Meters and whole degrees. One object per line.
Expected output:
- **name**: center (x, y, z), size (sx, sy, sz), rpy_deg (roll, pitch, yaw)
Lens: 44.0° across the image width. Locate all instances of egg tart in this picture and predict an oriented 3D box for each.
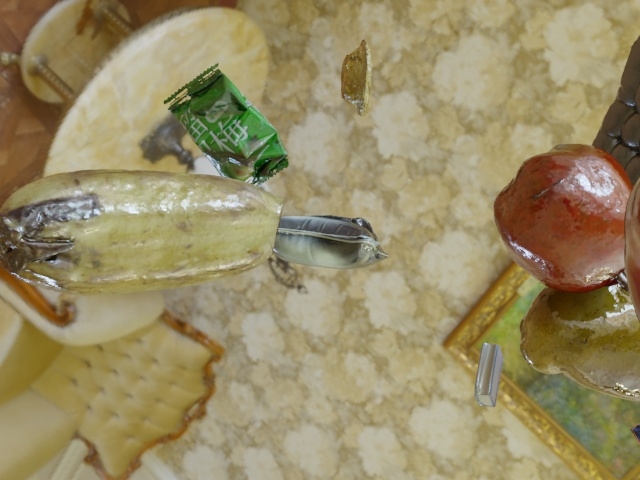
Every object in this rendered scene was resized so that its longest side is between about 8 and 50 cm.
- **egg tart**: center (0.061, -0.274, 1.334), size (0.129, 0.049, 0.128), rpy_deg (-178, -90, -88)

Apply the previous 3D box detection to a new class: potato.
- **potato**: center (0.459, 0.121, 1.094), size (0.176, 0.369, 0.195), rpy_deg (-91, -178, -67)

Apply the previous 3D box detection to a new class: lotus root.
- **lotus root**: center (-0.157, -0.007, 0.705), size (0.258, 0.110, 0.097), rpy_deg (-1, -170, -18)

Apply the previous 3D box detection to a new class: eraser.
- **eraser**: center (0.261, 0.209, 1.227), size (0.063, 0.027, 0.084), rpy_deg (57, 43, -56)

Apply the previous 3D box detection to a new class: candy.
- **candy**: center (-0.147, -0.176, 1.277), size (0.141, 0.203, 0.078), rpy_deg (-31, -166, 29)

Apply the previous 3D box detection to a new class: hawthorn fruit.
- **hawthorn fruit**: center (0.321, -0.014, 0.998), size (0.185, 0.202, 0.185), rpy_deg (-32, 162, -12)

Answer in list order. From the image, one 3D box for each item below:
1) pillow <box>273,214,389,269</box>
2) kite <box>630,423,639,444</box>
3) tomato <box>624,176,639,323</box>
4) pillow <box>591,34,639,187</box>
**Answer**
- **pillow**: center (0.000, 0.002, 0.812), size (0.091, 0.136, 0.055), rpy_deg (-44, 135, -68)
- **kite**: center (0.749, 0.411, 1.662), size (0.234, 0.016, 0.321), rpy_deg (-7, -139, 53)
- **tomato**: center (0.269, 0.017, 0.473), size (0.136, 0.195, 0.195), rpy_deg (-23, 164, -1)
- **pillow**: center (0.532, -0.154, 1.256), size (0.101, 0.228, 0.326), rpy_deg (5, 122, -23)
